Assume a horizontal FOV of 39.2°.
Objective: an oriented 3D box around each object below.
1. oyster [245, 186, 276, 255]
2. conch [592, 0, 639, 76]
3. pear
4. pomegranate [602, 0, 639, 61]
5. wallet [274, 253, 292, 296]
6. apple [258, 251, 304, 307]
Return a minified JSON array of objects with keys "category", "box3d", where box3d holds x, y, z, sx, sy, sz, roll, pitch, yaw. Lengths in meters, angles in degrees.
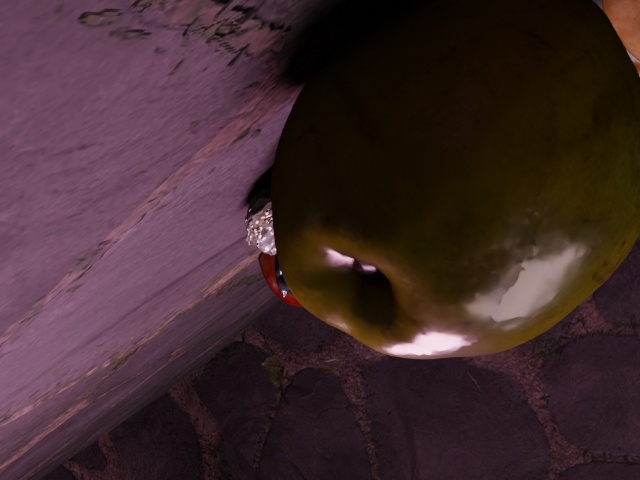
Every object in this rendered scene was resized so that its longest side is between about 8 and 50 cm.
[{"category":"oyster","box3d":[-0.028,-0.039,0.932,0.125,0.064,0.177,-34,174,-5]},{"category":"conch","box3d":[0.388,-0.265,1.131,0.250,0.197,0.368,-17,168,-3]},{"category":"pear","box3d":[0.105,-0.056,0.641,0.307,0.253,0.253,-43,-179,-42]},{"category":"pomegranate","box3d":[0.352,-0.253,0.770,0.233,0.233,0.233,-38,176,-3]},{"category":"wallet","box3d":[0.098,-0.103,0.913,0.379,0.046,0.190,-37,153,-32]},{"category":"apple","box3d":[0.003,0.005,1.136,0.156,0.146,0.158,-13,165,-22]}]
